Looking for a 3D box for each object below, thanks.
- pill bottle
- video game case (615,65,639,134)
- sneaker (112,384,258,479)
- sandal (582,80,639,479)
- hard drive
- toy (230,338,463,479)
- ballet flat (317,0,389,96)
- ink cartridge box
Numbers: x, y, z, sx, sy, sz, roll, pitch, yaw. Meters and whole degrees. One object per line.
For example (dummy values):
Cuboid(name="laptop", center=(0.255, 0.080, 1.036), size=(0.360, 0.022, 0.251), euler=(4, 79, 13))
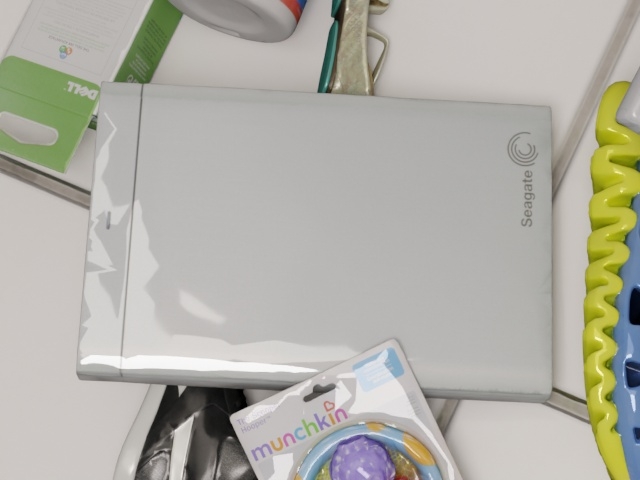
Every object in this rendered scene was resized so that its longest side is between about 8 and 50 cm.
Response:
Cuboid(name="pill bottle", center=(-0.043, -0.289, 1.357), size=(0.124, 0.124, 0.221), euler=(15, 77, 19))
Cuboid(name="video game case", center=(0.410, -0.160, 1.144), size=(0.300, 0.036, 0.329), euler=(28, 88, -9))
Cuboid(name="sneaker", center=(-0.069, 0.119, 1.266), size=(0.121, 0.079, 0.217), euler=(18, 77, 8))
Cuboid(name="sandal", center=(0.261, 0.033, 1.175), size=(0.138, 0.126, 0.317), euler=(4, 75, 12))
Cuboid(name="hard drive", center=(0.000, 0.000, 1.239), size=(0.353, 0.047, 0.233), euler=(3, 73, -2))
Cuboid(name="toy", center=(0.045, 0.207, 1.163), size=(0.137, 0.056, 0.237), euler=(-25, 91, 0))
Cuboid(name="ballet flat", center=(0.032, -0.183, 1.350), size=(0.052, 0.057, 0.168), euler=(10, 78, -11))
Cuboid(name="ink cartridge box", center=(-0.205, -0.155, 1.391), size=(0.109, 0.062, 0.209), euler=(21, 79, 20))
